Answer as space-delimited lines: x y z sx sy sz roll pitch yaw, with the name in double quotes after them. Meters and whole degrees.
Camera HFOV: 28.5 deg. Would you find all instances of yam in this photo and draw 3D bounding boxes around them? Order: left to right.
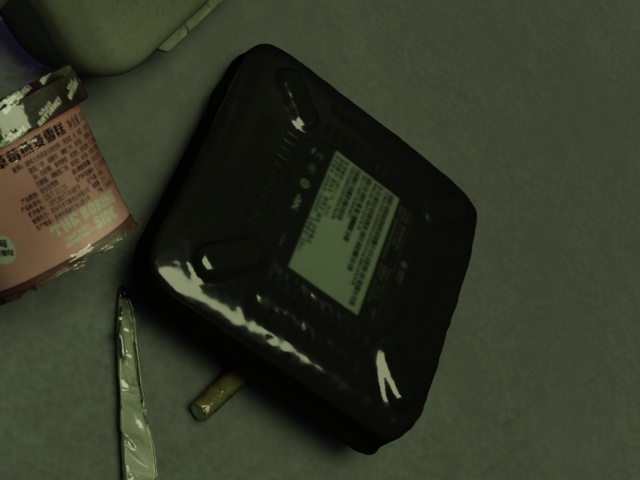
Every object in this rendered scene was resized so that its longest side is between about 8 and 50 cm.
-0.065 0.110 1.056 0.116 0.021 0.021 -41 100 -37 "yam"

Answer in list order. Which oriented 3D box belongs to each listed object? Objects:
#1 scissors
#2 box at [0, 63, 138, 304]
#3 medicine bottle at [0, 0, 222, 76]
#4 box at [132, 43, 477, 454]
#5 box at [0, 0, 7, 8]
-0.140 0.180 0.983 0.109 0.022 0.300 4 73 -38 "scissors"
-0.217 -0.036 0.923 0.151 0.151 0.135 -38 107 -37 "box"
-0.138 -0.322 1.029 0.375 0.123 0.282 -50 135 -31 "medicine bottle"
0.000 0.000 1.094 0.289 0.073 0.290 37 51 -19 "box"
-0.309 -0.239 0.822 0.106 0.264 0.336 -40 105 -12 "box"
